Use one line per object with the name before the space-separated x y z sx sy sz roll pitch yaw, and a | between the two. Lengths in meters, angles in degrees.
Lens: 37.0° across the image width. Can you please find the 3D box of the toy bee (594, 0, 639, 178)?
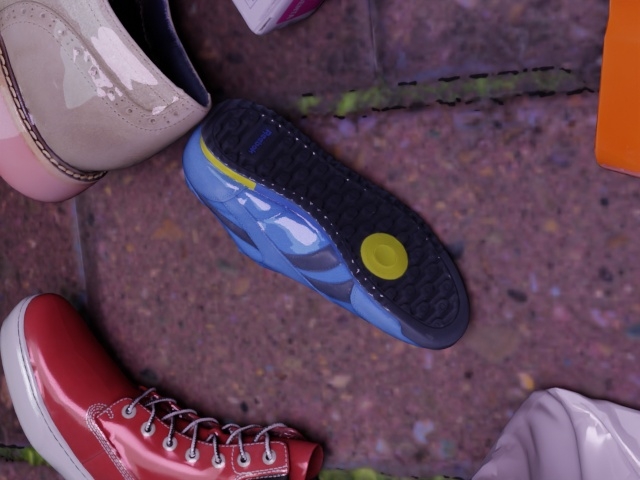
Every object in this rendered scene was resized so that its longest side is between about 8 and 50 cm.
toy bee | 0.200 -0.179 0.443 0.195 0.162 0.298 40 144 29

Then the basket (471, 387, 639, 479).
basket | 0.195 0.263 0.411 0.331 0.328 0.266 14 106 21

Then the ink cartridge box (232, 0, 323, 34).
ink cartridge box | -0.060 -0.299 0.538 0.311 0.065 0.186 56 141 4

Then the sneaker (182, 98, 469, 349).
sneaker | 0.000 0.000 0.604 0.209 0.069 0.082 39 143 5

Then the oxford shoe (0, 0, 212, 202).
oxford shoe | -0.167 -0.231 0.593 0.147 0.140 0.396 -18 91 21

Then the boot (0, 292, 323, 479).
boot | -0.097 0.122 0.649 0.176 0.088 0.244 -27 95 24
